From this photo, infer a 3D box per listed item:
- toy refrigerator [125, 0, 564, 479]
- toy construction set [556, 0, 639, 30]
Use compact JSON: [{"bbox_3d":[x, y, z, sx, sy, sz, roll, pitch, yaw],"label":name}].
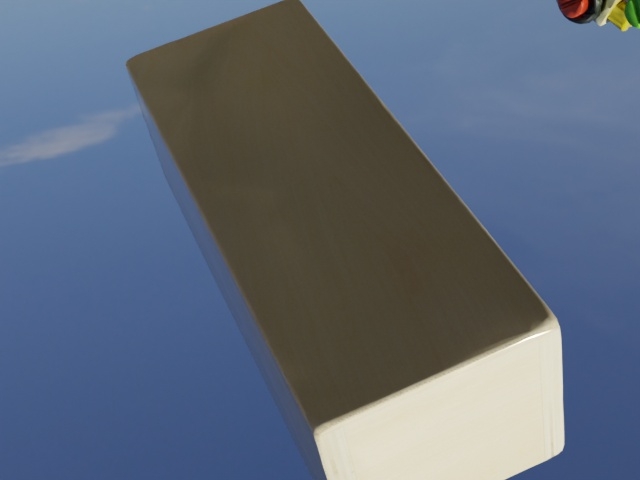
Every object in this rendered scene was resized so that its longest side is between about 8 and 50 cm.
[{"bbox_3d":[0.000,0.000,0.517,0.102,0.094,0.269,-23,-136,-10],"label":"toy refrigerator"},{"bbox_3d":[0.270,-0.324,1.015,0.151,0.215,0.328,-14,-121,-29],"label":"toy construction set"}]
